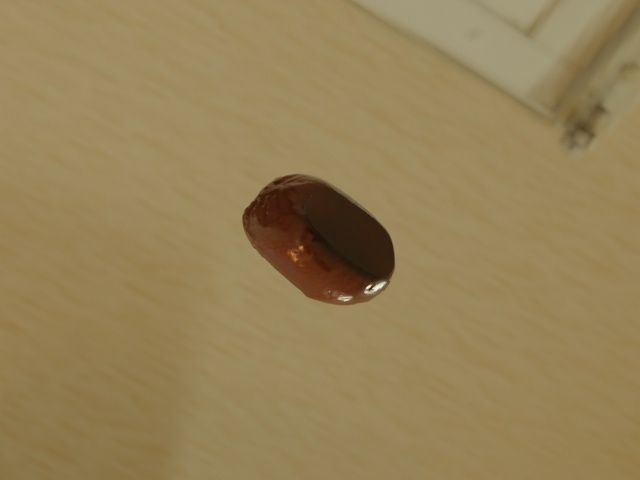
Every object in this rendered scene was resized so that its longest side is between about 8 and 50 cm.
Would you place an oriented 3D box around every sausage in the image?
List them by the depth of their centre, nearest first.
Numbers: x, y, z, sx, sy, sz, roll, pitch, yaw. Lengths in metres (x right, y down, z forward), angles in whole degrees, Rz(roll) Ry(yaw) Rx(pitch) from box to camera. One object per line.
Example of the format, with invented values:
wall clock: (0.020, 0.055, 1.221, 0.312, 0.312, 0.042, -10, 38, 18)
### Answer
sausage: (0.000, 0.000, 1.041, 0.054, 0.094, 0.059, -19, -138, 43)
